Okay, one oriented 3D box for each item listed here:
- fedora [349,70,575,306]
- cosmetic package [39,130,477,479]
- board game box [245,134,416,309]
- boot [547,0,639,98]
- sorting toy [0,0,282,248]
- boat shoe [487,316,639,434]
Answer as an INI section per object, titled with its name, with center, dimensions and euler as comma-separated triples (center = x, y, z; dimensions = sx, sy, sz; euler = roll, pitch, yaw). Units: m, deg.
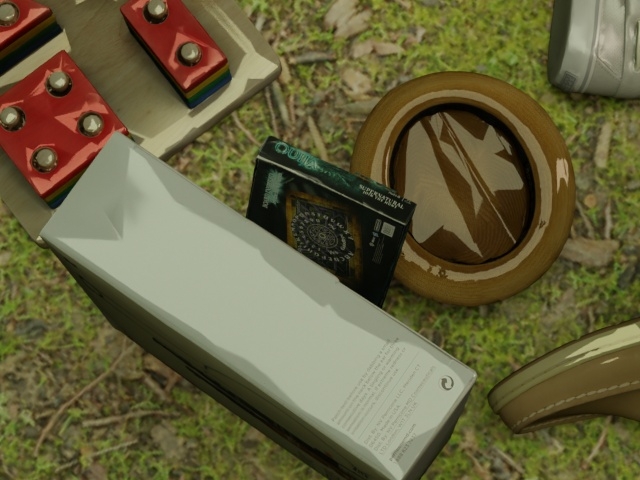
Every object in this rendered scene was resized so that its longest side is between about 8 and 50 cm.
[fedora]
center = 0.114, -0.041, 1.526
dimensions = 0.194, 0.079, 0.194
euler = 0, 84, -1
[cosmetic package]
center = -0.038, 0.078, 1.355
dimensions = 0.284, 0.377, 0.097
euler = 36, 81, 9
[board game box]
center = 0.000, 0.000, 1.469
dimensions = 0.126, 0.186, 0.026
euler = 26, 59, 6
[boot]
center = 0.268, -0.241, 1.567
dimensions = 0.123, 0.095, 0.258
euler = 9, 84, -7
[sorting toy]
center = -0.210, -0.174, 1.556
dimensions = 0.257, 0.089, 0.255
euler = -37, 80, -5
[boat shoe]
center = 0.304, 0.109, 1.470
dimensions = 0.341, 0.121, 0.110
euler = -14, 78, -3
